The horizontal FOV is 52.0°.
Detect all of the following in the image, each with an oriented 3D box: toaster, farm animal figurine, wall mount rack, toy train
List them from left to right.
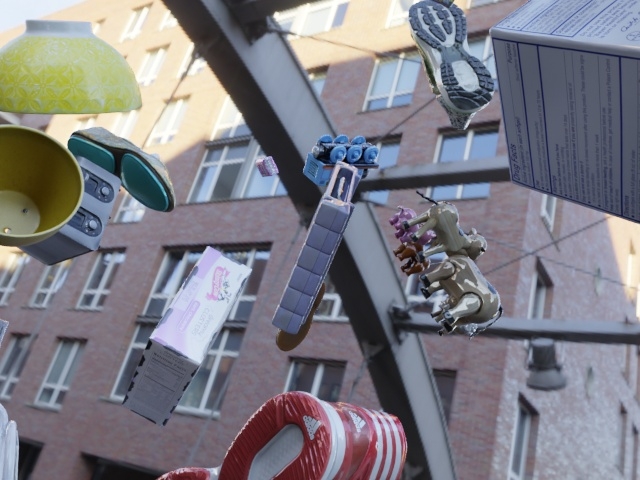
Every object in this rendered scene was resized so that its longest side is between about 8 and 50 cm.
[{"bbox_3d":[-0.491,0.300,0.909,0.130,0.304,0.350,4,-35,-26],"label":"wall mount rack"},{"bbox_3d":[-0.486,-0.053,1.237,0.185,0.168,0.110,-15,-39,35],"label":"toaster"},{"bbox_3d":[0.051,-0.178,1.477,0.184,0.105,0.080,-5,37,-38],"label":"toy train"},{"bbox_3d":[0.297,0.051,1.459,0.172,0.327,0.330,-28,-9,-4],"label":"farm animal figurine"}]

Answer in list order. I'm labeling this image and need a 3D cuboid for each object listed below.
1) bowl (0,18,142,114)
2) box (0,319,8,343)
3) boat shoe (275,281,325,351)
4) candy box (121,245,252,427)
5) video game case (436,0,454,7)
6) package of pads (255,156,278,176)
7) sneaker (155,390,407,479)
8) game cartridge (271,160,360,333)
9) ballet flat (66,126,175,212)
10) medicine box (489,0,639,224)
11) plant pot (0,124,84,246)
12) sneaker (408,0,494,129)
[{"bbox_3d":[-0.483,-0.330,1.228,0.289,0.156,0.289,3,18,-1],"label":"bowl"},{"bbox_3d":[-0.645,0.166,1.095,0.203,0.114,0.103,2,-21,27],"label":"box"},{"bbox_3d":[-0.053,0.185,1.683,0.073,0.207,0.073,32,-3,-22],"label":"boat shoe"},{"bbox_3d":[-0.179,0.130,0.876,0.070,0.165,0.196,29,-44,-4],"label":"candy box"},{"bbox_3d":[0.242,-0.530,1.167,0.042,0.232,0.210,23,-68,-13],"label":"video game case"},{"bbox_3d":[-0.142,-0.195,1.738,0.050,0.032,0.083,66,-16,-12],"label":"package of pads"},{"bbox_3d":[-0.029,0.183,0.445,0.128,0.087,0.221,19,-47,-42],"label":"sneaker"},{"bbox_3d":[0.000,0.000,1.163,0.068,0.230,0.355,19,18,0],"label":"game cartridge"},{"bbox_3d":[-0.444,-0.180,1.546,0.348,0.123,0.123,28,-19,22],"label":"ballet flat"},{"bbox_3d":[0.399,-0.182,0.885,0.289,0.149,0.263,28,-31,45],"label":"medicine box"},{"bbox_3d":[-0.340,-0.046,0.724,0.134,0.134,0.095,25,-35,-19],"label":"plant pot"},{"bbox_3d":[0.319,-0.462,1.739,0.158,0.410,0.182,-9,-27,-8],"label":"sneaker"}]
